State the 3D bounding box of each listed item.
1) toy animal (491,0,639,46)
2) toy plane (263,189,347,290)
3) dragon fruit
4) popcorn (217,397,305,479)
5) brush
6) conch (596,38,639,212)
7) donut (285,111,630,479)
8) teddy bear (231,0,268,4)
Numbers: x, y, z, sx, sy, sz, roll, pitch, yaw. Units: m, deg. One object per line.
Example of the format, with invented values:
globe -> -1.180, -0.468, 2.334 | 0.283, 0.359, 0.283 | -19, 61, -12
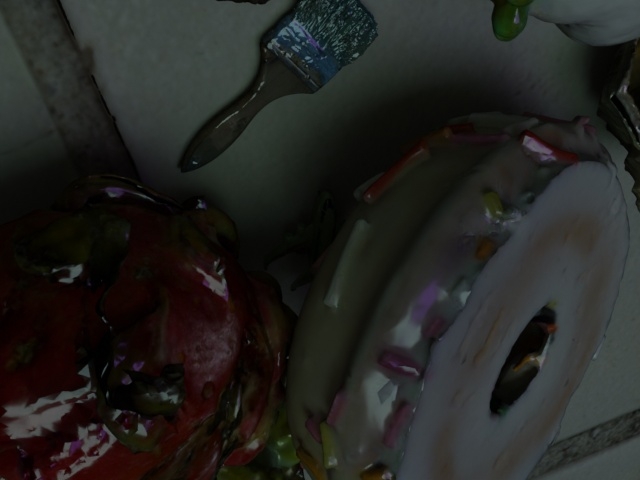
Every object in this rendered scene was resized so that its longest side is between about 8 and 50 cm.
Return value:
toy animal -> 0.193, -0.251, 0.567 | 0.247, 0.183, 0.310 | -25, 129, 0
toy plane -> 0.000, 0.000, 0.777 | 0.102, 0.040, 0.111 | -7, 126, -16
dragon fruit -> -0.143, 0.081, 0.659 | 0.291, 0.250, 0.269 | -8, 139, -43
popcorn -> -0.078, 0.253, 0.860 | 0.212, 0.197, 0.198 | -47, 134, -26
brush -> -0.042, -0.118, 0.689 | 0.196, 0.021, 0.070 | -43, 125, 14
conch -> 0.304, -0.121, 0.737 | 0.155, 0.130, 0.207 | 23, 93, -49
donut -> 0.113, 0.070, 0.724 | 0.382, 0.142, 0.383 | -32, 135, -38
teddy bear -> -0.062, -0.199, 0.517 | 0.177, 0.190, 0.140 | -16, 122, -14
